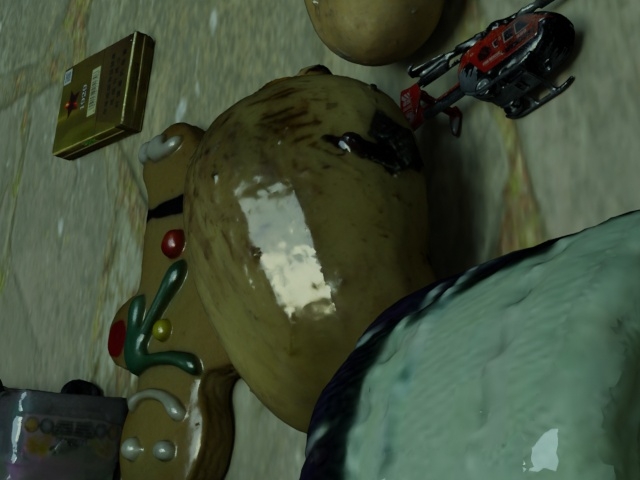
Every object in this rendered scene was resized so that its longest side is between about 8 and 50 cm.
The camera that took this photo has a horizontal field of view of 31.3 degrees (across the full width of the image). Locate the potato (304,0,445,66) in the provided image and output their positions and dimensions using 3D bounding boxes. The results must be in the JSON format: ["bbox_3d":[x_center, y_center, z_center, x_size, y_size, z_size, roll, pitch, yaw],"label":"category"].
[{"bbox_3d":[0.030,-0.180,0.707,0.112,0.112,0.147,-28,62,43],"label":"potato"}]

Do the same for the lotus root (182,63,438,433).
[{"bbox_3d":[0.000,0.000,0.643,0.154,0.140,0.257,-48,50,39],"label":"lotus root"}]

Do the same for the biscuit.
[{"bbox_3d":[-0.097,0.048,0.826,0.197,0.049,0.302,-9,69,52],"label":"biscuit"}]

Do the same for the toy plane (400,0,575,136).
[{"bbox_3d":[0.094,-0.097,0.647,0.145,0.037,0.060,-32,48,39],"label":"toy plane"}]

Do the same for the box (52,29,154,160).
[{"bbox_3d":[-0.201,-0.130,1.048,0.133,0.023,0.090,-14,64,49],"label":"box"}]

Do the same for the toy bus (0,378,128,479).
[{"bbox_3d":[-0.284,0.182,0.960,0.317,0.112,0.138,-10,73,51],"label":"toy bus"}]

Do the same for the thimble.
[{"bbox_3d":[0.113,0.111,0.394,0.150,0.237,0.237,-22,59,50],"label":"thimble"}]
